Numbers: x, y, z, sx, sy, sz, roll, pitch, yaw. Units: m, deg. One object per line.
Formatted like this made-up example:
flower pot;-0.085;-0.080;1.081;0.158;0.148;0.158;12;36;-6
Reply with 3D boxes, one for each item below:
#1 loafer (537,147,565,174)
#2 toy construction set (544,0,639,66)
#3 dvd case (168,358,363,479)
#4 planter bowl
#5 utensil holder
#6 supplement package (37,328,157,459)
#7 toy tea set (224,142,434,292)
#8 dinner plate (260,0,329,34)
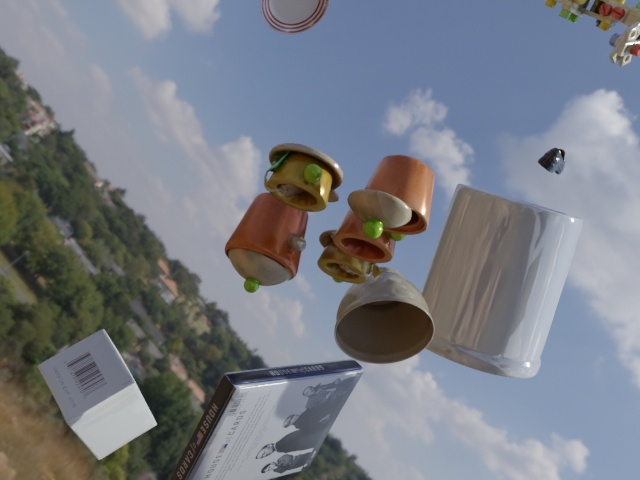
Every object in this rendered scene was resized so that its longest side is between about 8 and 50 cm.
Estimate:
loafer;0.644;-0.219;1.926;0.062;0.061;0.170;44;23;15
toy construction set;0.744;-0.590;1.844;0.215;0.151;0.327;2;45;-45
dvd case;-0.062;0.233;0.885;0.239;0.179;0.030;7;27;-50
planter bowl;0.103;0.114;1.181;0.109;0.162;0.162;-90;156;-47
utensil holder;0.419;0.088;1.695;0.328;0.385;0.327;16;9;-3
supplement package;-0.325;0.232;1.048;0.105;0.105;0.179;49;-22;26
toy tea set;0.000;0.000;0.809;0.200;0.124;0.336;22;-21;-5
dinner plate;-0.050;-0.469;1.383;0.141;0.141;0.017;61;4;-48
